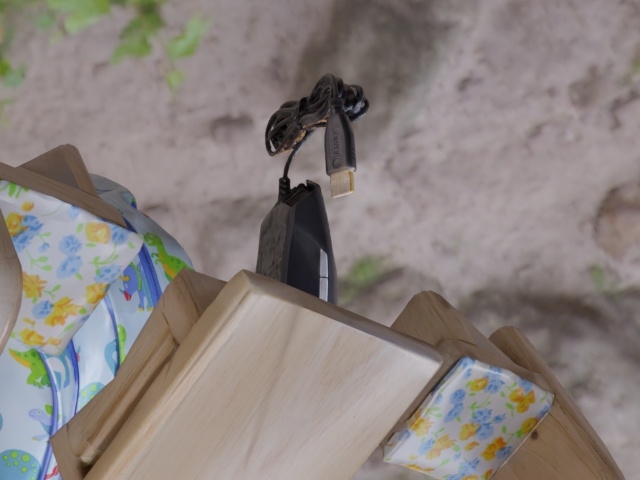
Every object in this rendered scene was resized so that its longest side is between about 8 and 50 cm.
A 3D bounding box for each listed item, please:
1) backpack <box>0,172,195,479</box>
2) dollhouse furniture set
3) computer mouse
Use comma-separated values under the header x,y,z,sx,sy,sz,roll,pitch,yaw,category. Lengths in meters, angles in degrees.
x,y,z,sx,sy,sz,roll,pitch,yaw,category
-0.227,0.120,1.357,0.273,0.290,0.355,8,118,-57,backpack
-0.087,0.203,0.829,0.362,0.256,0.394,23,113,-36,dollhouse furniture set
0.000,0.000,1.423,0.060,0.262,0.184,11,162,-19,computer mouse
